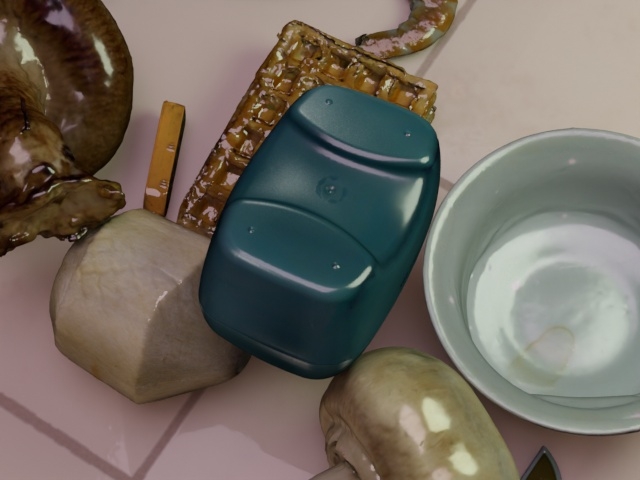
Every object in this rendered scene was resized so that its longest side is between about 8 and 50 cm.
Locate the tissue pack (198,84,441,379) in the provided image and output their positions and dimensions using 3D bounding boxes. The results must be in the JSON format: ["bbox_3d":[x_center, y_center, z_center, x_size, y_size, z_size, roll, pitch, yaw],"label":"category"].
[{"bbox_3d":[0.000,0.000,1.482,0.198,0.206,0.287,22,52,7],"label":"tissue pack"}]

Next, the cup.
[{"bbox_3d":[0.282,0.066,1.571,0.347,0.163,0.347,-1,67,1],"label":"cup"}]

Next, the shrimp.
[{"bbox_3d":[0.086,-0.301,1.800,0.166,0.049,0.161,-37,76,-10],"label":"shrimp"}]

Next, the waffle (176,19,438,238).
[{"bbox_3d":[-0.014,-0.091,1.690,0.213,0.091,0.308,25,71,12],"label":"waffle"}]

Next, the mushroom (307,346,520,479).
[{"bbox_3d":[0.069,0.243,1.469,0.234,0.254,0.260,-25,26,-18],"label":"mushroom"}]

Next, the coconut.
[{"bbox_3d":[-0.175,0.079,1.567,0.222,0.202,0.202,26,70,18],"label":"coconut"}]

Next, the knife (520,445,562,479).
[{"bbox_3d":[0.184,0.374,1.518,0.061,0.027,0.343,22,70,16],"label":"knife"}]

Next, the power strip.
[{"bbox_3d":[-0.189,-0.086,1.717,0.028,0.049,0.178,9,68,0],"label":"power strip"}]

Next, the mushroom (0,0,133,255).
[{"bbox_3d":[-0.389,-0.152,1.610,0.331,0.356,0.334,-19,101,11],"label":"mushroom"}]
